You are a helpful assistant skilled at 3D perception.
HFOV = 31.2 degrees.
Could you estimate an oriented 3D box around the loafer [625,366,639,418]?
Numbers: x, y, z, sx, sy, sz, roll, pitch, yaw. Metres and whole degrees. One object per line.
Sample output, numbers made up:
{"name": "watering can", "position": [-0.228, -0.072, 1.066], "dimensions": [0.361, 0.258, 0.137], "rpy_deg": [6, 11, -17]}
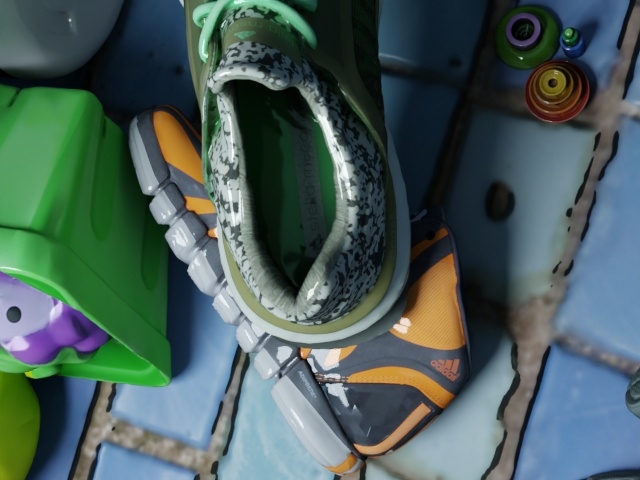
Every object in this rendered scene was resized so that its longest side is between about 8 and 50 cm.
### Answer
{"name": "loafer", "position": [0.325, 0.038, 0.774], "dimensions": [0.084, 0.096, 0.267], "rpy_deg": [41, 103, -1]}

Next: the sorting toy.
{"name": "sorting toy", "position": [0.169, -0.140, 0.862], "dimensions": [0.061, 0.042, 0.102], "rpy_deg": [-30, 74, 12]}

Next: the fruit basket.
{"name": "fruit basket", "position": [-0.314, 0.078, 0.889], "dimensions": [0.392, 0.283, 0.392], "rpy_deg": [-6, 63, 13]}

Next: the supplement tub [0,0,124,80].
{"name": "supplement tub", "position": [-0.342, -0.255, 0.944], "dimensions": [0.316, 0.228, 0.228], "rpy_deg": [7, 85, 18]}

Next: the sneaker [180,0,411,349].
{"name": "sneaker", "position": [-0.025, -0.127, 0.715], "dimensions": [0.158, 0.182, 0.410], "rpy_deg": [-13, 90, 5]}

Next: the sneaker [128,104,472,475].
{"name": "sneaker", "position": [0.000, 0.000, 0.869], "dimensions": [0.180, 0.124, 0.321], "rpy_deg": [-36, 84, 6]}

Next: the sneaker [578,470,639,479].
{"name": "sneaker", "position": [0.174, 0.210, 0.812], "dimensions": [0.152, 0.053, 0.061], "rpy_deg": [-30, 84, 18]}
